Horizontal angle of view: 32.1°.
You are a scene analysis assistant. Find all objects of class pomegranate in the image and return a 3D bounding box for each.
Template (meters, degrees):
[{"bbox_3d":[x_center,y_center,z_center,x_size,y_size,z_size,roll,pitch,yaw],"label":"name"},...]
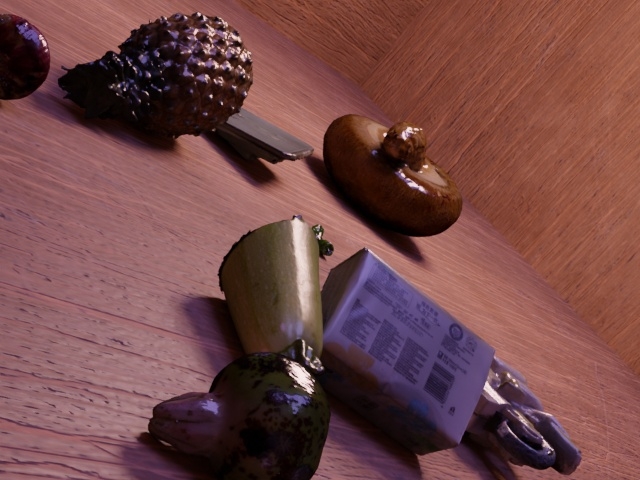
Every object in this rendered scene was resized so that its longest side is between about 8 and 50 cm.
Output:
[{"bbox_3d":[-0.070,0.173,1.010,0.125,0.163,0.138,84,-7,-48],"label":"pomegranate"}]

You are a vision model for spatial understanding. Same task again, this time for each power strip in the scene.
[{"bbox_3d":[-0.128,-0.186,2.071,0.213,0.064,0.198,29,13,9],"label":"power strip"}]

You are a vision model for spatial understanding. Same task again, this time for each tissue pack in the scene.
[{"bbox_3d":[0.080,0.151,1.427,0.229,0.145,0.159,38,57,-16],"label":"tissue pack"}]

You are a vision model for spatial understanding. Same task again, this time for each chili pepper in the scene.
[{"bbox_3d":[-0.002,0.000,1.919,0.091,0.034,0.030,-119,-171,-58],"label":"chili pepper"}]

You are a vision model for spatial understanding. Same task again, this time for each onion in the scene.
[{"bbox_3d":[-0.386,-0.228,1.380,0.107,0.107,0.097,39,23,-12],"label":"onion"}]

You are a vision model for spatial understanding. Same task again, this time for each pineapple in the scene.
[{"bbox_3d":[-0.254,-0.252,1.690,0.202,0.202,0.362,45,24,14],"label":"pineapple"}]

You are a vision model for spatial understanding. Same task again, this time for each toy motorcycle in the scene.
[{"bbox_3d":[0.253,0.235,1.698,0.223,0.108,0.341,16,21,-49],"label":"toy motorcycle"}]

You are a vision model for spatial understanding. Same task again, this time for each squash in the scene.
[{"bbox_3d":[-0.060,0.095,1.299,0.137,0.137,0.287,35,27,-25],"label":"squash"}]

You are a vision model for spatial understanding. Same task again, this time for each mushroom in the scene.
[{"bbox_3d":[0.154,-0.148,2.480,0.345,0.239,0.345,58,13,-22],"label":"mushroom"}]
